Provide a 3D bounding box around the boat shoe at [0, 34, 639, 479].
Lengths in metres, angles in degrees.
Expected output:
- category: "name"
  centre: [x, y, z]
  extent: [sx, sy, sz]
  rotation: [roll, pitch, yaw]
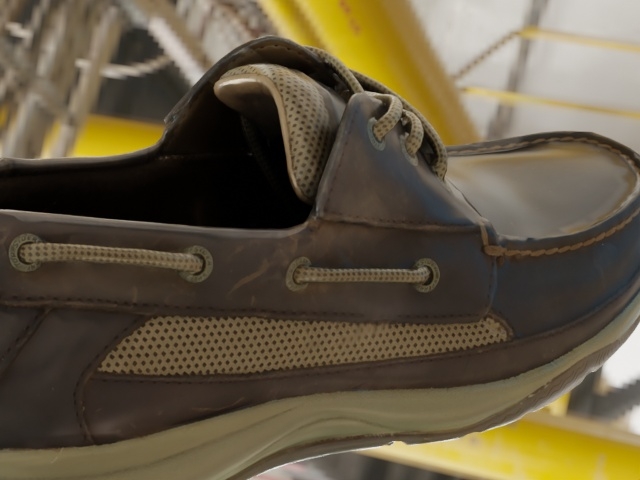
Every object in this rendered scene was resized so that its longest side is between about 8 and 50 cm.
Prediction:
- category: "boat shoe"
  centre: [0.000, 0.000, 0.714]
  extent: [0.355, 0.132, 0.130]
  rotation: [-18, -60, -39]
